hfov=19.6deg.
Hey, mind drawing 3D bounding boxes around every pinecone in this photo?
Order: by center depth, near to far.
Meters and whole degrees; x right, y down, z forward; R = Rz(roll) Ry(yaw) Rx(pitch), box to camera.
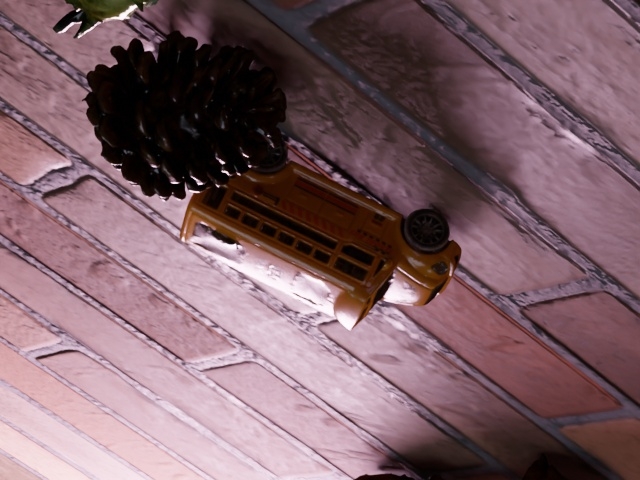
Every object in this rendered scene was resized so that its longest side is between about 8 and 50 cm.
[{"bbox_3d":[-0.074,-0.068,1.039,0.109,0.102,0.102,6,150,15],"label":"pinecone"}]

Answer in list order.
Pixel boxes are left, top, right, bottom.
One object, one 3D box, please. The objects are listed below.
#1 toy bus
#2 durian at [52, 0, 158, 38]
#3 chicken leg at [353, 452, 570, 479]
[{"bbox_3d":[0.000,0.000,1.115,0.162,0.074,0.069,26,154,2],"label":"toy bus"},{"bbox_3d":[-0.078,-0.198,0.769,0.132,0.107,0.375,21,154,5],"label":"durian"},{"bbox_3d":[0.102,0.229,1.426,0.093,0.113,0.304,16,161,-34],"label":"chicken leg"}]
